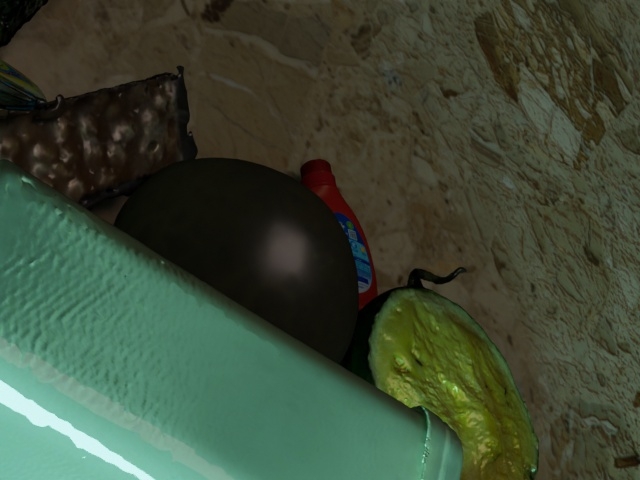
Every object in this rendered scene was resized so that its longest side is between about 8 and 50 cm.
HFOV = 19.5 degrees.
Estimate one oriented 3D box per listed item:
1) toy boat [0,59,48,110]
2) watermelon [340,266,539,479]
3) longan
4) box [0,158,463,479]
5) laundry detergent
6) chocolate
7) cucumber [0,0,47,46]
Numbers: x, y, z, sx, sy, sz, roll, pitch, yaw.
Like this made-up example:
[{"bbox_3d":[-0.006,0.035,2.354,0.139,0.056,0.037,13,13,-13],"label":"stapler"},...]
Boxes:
[{"bbox_3d":[-0.283,-0.139,1.404,0.210,0.066,0.084,26,14,26],"label":"toy boat"},{"bbox_3d":[0.080,0.146,1.570,0.204,0.127,0.232,-3,65,-51],"label":"watermelon"},{"bbox_3d":[-0.066,0.033,1.467,0.212,0.198,0.198,42,37,18],"label":"longan"},{"bbox_3d":[-0.153,0.161,1.172,0.344,0.352,0.177,35,44,-18],"label":"box"},{"bbox_3d":[0.000,0.000,1.660,0.097,0.049,0.165,13,53,-34],"label":"laundry detergent"},{"bbox_3d":[-0.224,-0.065,1.473,0.329,0.065,0.102,-20,110,-49],"label":"chocolate"},{"bbox_3d":[-0.233,-0.250,1.593,0.067,0.067,0.293,44,40,-12],"label":"cucumber"}]
